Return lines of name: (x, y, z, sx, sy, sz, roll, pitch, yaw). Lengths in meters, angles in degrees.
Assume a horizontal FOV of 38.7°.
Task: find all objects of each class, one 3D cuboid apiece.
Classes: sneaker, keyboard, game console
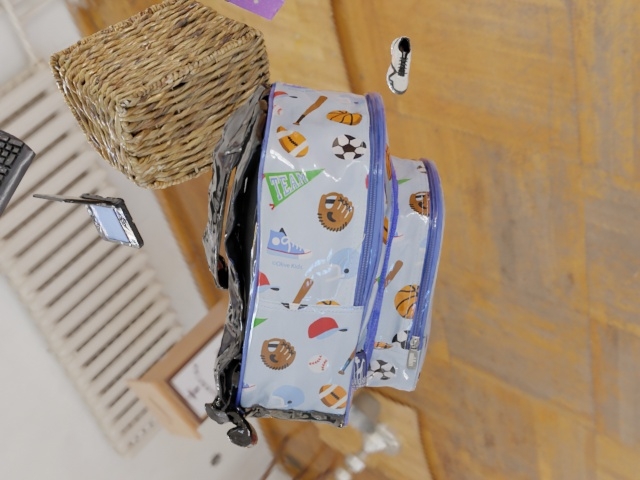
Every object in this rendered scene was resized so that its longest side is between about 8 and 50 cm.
sneaker: (0.144, -0.319, 1.649, 0.044, 0.040, 0.109, 155, 116, -78)
keyboard: (-0.600, -0.054, 1.420, 0.201, 0.317, 0.033, 17, 153, 8)
game console: (-0.304, -0.026, 1.192, 0.122, 0.071, 0.107, 10, 129, 52)

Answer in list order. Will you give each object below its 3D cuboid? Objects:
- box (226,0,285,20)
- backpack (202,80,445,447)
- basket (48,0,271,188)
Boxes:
box: (-0.170, -0.562, 1.697, 0.200, 0.293, 0.057, 17, 139, -29)
backpack: (0.000, 0.000, 0.791, 0.277, 0.213, 0.264, -102, 11, -60)
basket: (-0.255, -0.243, 1.523, 0.223, 0.299, 0.214, 33, 146, 35)
